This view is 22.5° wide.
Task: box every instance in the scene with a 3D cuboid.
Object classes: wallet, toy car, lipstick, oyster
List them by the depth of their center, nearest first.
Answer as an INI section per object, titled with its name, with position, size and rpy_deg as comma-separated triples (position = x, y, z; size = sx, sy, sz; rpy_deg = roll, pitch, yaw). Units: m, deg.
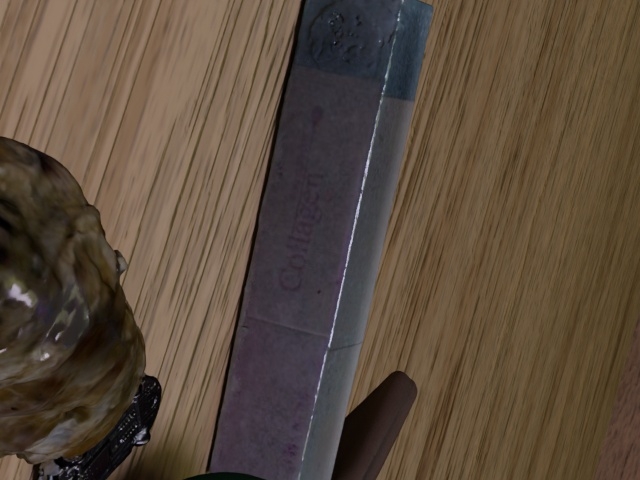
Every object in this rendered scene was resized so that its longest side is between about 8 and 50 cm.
[oyster]
position = -0.156, 0.051, 0.609
size = 0.294, 0.094, 0.166
rpy_deg = -27, 137, -56
[toy car]
position = -0.114, 0.103, 0.832
size = 0.093, 0.025, 0.041
rpy_deg = -50, 150, -43
[lipstick]
position = 0.000, 0.000, 1.006
size = 0.068, 0.066, 0.317
rpy_deg = -5, 108, -70
[wallet]
position = 0.011, 0.166, 1.114
size = 0.118, 0.039, 0.152
rpy_deg = -44, -170, 38

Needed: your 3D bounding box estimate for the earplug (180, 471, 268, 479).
[earplug]
position = -0.071, 0.261, 0.863
size = 0.280, 0.164, 0.257
rpy_deg = -68, 168, -50
